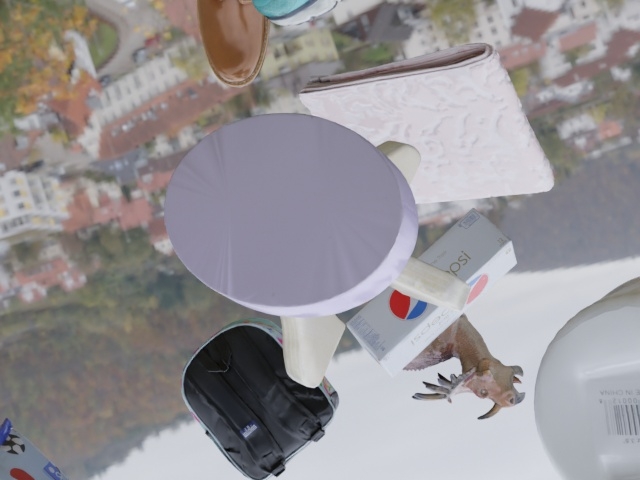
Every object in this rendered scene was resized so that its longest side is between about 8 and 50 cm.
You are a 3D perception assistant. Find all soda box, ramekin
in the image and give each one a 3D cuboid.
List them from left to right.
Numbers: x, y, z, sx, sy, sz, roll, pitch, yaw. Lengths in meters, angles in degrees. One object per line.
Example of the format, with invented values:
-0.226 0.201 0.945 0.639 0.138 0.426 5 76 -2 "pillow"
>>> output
0.138 0.064 1.219 0.216 0.069 0.074 -42 150 -4 "soda box"
0.359 0.172 1.032 0.277 0.277 0.135 -19 171 37 "ramekin"

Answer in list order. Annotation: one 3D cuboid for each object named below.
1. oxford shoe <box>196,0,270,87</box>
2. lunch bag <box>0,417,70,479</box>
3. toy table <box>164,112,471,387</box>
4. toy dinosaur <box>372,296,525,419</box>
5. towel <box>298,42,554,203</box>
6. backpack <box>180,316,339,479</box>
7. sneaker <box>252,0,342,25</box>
-0.092 -0.260 1.001 0.076 0.212 0.076 -1 -168 1 "oxford shoe"
-0.443 0.483 1.287 0.385 0.328 0.239 -44 -172 8 "lunch bag"
0.000 0.000 0.908 0.274 0.252 0.161 33 180 41 "toy table"
0.145 0.149 1.456 0.127 0.200 0.296 6 177 -43 "toy dinosaur"
0.174 -0.170 1.566 0.317 0.053 0.332 -5 147 29 "towel"
-0.113 0.264 1.761 0.225 0.253 0.191 -43 -177 6 "backpack"
-0.010 -0.281 0.854 0.110 0.107 0.275 10 160 -20 "sneaker"
